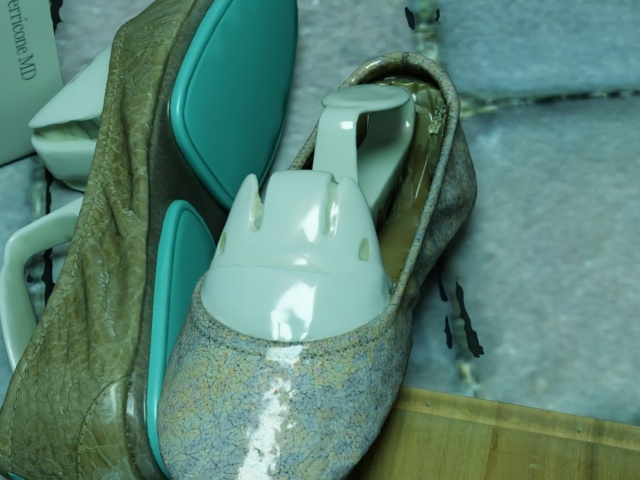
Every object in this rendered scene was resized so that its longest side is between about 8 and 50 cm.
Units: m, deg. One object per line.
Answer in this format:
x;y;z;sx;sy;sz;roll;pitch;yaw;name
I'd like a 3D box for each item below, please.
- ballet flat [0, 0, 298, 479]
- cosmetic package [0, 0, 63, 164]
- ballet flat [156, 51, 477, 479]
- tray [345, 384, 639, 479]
-0.097;-0.015;0.946;0.124;0.116;0.342;-6;54;21;ballet flat
-0.293;-0.085;0.963;0.296;0.153;0.129;-24;57;-15;cosmetic package
0.000;0.000;0.856;0.108;0.106;0.316;6;31;12;ballet flat
0.074;0.255;0.739;0.203;0.076;0.411;9;52;8;tray
